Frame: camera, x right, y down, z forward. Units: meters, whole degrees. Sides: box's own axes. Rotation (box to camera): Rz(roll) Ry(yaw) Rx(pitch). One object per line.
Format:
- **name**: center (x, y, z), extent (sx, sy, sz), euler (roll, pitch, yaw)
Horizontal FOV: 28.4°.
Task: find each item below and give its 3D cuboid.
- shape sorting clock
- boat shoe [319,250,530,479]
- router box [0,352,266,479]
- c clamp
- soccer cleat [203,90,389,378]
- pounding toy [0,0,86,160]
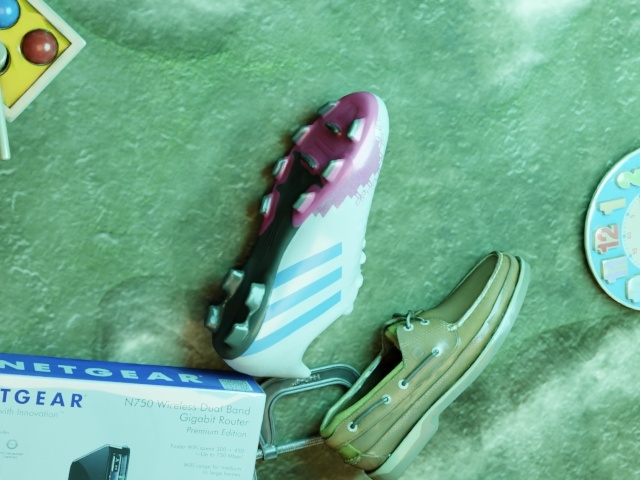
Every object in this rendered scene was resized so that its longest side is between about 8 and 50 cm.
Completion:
- **shape sorting clock**: center (0.408, -0.015, 1.513), extent (0.206, 0.040, 0.206), euler (-3, 103, -15)
- **boat shoe**: center (0.119, 0.125, 1.421), extent (0.104, 0.111, 0.307), euler (37, 81, -9)
- **router box**: center (-0.250, 0.283, 1.367), extent (0.335, 0.082, 0.301), euler (6, 100, -17)
- **c clamp**: center (-0.017, 0.213, 1.448), extent (0.160, 0.022, 0.137), euler (-16, 99, -17)
- **soccer cleat**: center (0.000, 0.000, 1.375), extent (0.143, 0.116, 0.331), euler (26, 96, -35)
- **pounding toy**: center (-0.312, -0.176, 1.240), extent (0.130, 0.100, 0.141), euler (44, 88, -19)
